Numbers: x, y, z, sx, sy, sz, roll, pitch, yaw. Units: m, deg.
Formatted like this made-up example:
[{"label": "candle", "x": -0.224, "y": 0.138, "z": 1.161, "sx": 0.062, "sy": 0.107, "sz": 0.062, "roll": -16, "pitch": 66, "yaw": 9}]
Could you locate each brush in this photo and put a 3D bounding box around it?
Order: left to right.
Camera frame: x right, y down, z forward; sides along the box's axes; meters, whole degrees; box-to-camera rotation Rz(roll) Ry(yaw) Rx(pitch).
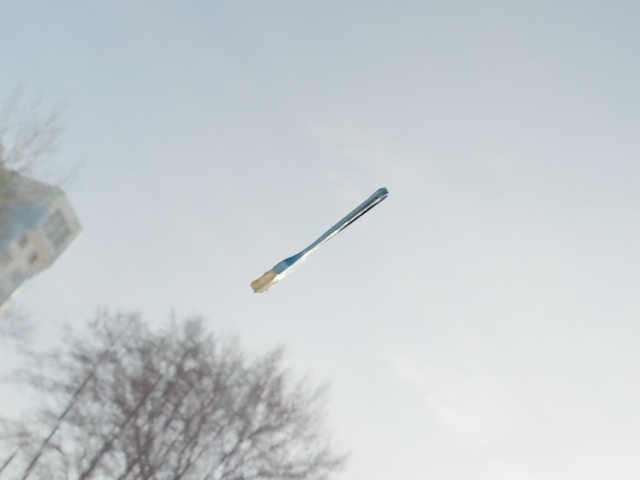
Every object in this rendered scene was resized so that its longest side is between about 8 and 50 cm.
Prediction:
[{"label": "brush", "x": 0.000, "y": 0.000, "z": 1.002, "sx": 0.014, "sy": 0.164, "sz": 0.051, "roll": 54, "pitch": 9, "yaw": 6}]
